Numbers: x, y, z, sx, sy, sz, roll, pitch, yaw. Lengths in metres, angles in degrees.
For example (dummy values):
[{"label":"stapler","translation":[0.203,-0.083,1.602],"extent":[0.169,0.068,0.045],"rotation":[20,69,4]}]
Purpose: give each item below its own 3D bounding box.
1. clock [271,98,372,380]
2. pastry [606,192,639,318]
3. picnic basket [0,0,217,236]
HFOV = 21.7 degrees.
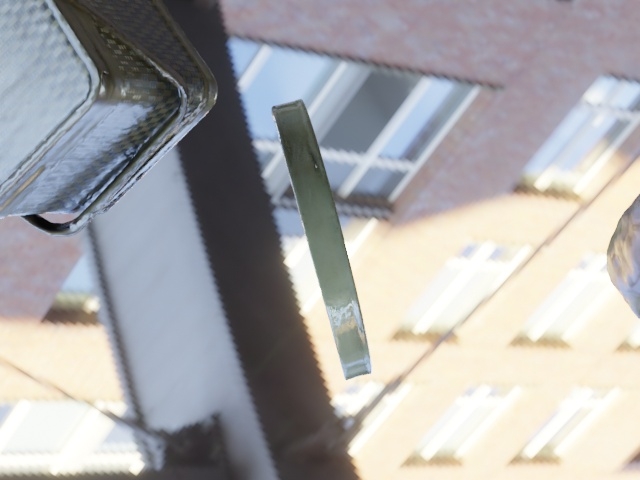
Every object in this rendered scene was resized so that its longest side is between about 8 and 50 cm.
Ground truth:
[{"label":"clock","translation":[0.000,0.000,1.356],"extent":[0.029,0.235,0.235],"rotation":[-14,-135,-2]},{"label":"pastry","translation":[0.223,0.002,0.549],"extent":[0.132,0.235,0.240],"rotation":[65,-175,12]},{"label":"picnic basket","translation":[-0.216,-0.147,1.191],"extent":[0.266,0.165,0.139],"rotation":[56,-154,16]}]
